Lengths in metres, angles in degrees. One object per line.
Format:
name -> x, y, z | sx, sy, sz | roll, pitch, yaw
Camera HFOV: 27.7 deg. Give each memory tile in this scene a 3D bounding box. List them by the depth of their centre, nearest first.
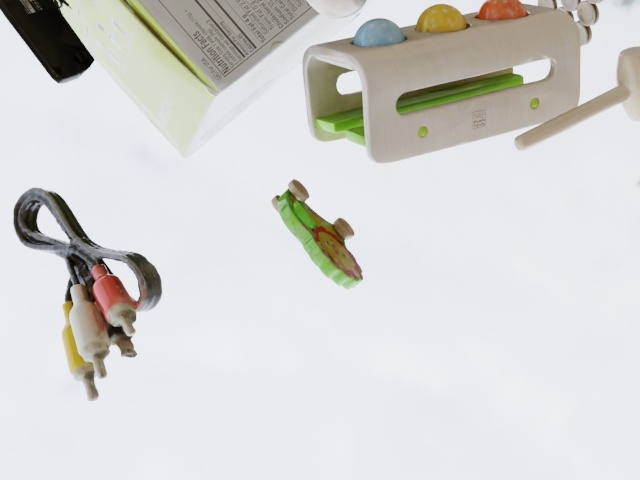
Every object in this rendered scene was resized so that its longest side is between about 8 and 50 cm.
memory tile -> 0.360, -0.358, 1.835 | 0.012, 0.148, 0.113 | -19, -129, -28

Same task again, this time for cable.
cable -> -0.256, 0.023, 1.357 | 0.072, 0.139, 0.287 | 5, -141, -47

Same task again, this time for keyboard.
keyboard -> -0.309, -0.243, 1.344 | 0.192, 0.038, 0.100 | 55, -147, -1

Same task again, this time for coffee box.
coffee box -> -0.134, -0.351, 1.554 | 0.334, 0.337, 0.338 | -41, -89, -15

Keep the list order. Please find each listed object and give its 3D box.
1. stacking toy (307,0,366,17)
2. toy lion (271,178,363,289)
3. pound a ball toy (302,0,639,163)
stacking toy -> 0.133, -0.247, 0.777 | 0.141, 0.330, 0.141 | -16, -90, -74
toy lion -> 0.000, 0.000, 1.220 | 0.100, 0.034, 0.096 | 40, -160, -23
pound a ball toy -> 0.170, -0.176, 1.338 | 0.319, 0.135, 0.208 | -16, -157, -27
